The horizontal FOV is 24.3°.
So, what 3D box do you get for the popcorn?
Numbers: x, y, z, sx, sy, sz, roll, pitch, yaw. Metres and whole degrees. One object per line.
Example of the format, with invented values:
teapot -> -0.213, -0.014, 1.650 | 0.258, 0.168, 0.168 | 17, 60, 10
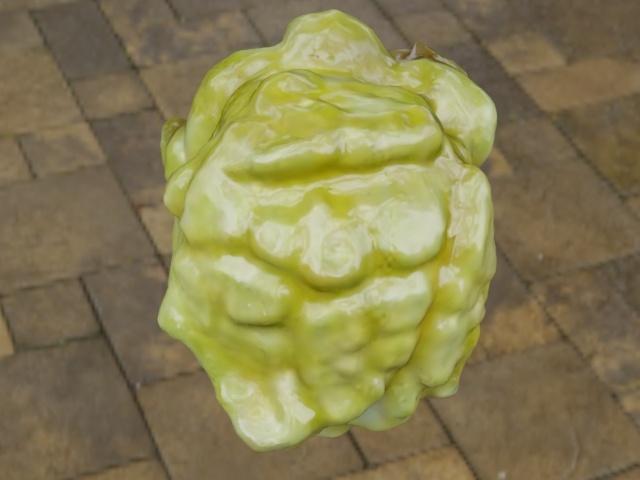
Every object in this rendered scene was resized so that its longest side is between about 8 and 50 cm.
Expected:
popcorn -> 0.000, 0.000, 0.830 | 0.195, 0.256, 0.254 | 3, 71, 5
